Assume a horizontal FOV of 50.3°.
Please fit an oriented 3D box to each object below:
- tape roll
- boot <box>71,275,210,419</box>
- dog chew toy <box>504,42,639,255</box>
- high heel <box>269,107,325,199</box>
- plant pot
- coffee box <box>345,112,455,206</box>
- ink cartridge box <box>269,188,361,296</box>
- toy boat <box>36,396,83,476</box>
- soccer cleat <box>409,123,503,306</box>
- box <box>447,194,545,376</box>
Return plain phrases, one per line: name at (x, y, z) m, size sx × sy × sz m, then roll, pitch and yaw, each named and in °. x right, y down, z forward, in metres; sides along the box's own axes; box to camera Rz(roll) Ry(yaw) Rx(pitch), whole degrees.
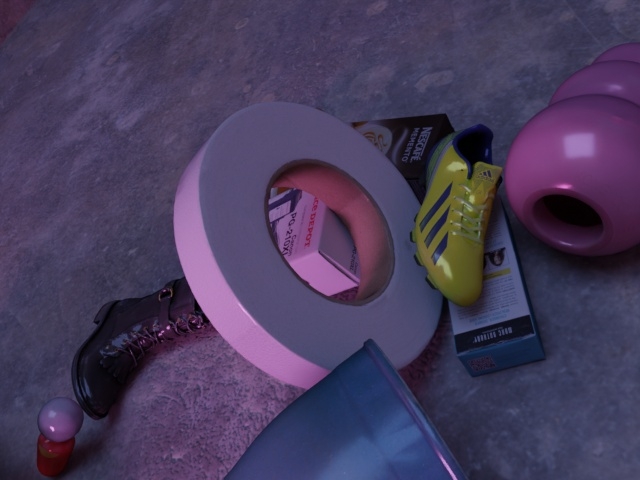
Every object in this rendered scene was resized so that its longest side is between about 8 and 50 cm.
tape roll at (0.000, 0.000, 0.889) m, size 0.072 × 0.392 × 0.392 m, roll -36°, pitch 33°, yaw 43°
boot at (-0.287, 0.159, 1.150) m, size 0.228 × 0.091 × 0.263 m, roll -19°, pitch 42°, yaw 20°
dog chew toy at (0.379, -0.138, 0.899) m, size 0.206 × 0.207 × 0.332 m, roll 8°, pitch 50°, yaw 39°
high heel at (-0.059, -0.134, 1.292) m, size 0.117 × 0.082 × 0.244 m, roll -26°, pitch 47°, yaw 62°
plant pot at (0.017, 0.280, 0.681) m, size 0.255 × 0.272 × 0.272 m, roll -32°, pitch 42°, yaw -3°
coffee box at (0.096, -0.122, 1.138) m, size 0.246 × 0.098 × 0.141 m, roll 1°, pitch 54°, yaw 34°
ink cartridge box at (-0.044, 0.012, 1.073) m, size 0.237 × 0.100 × 0.172 m, roll -23°, pitch 41°, yaw 36°
toy boat at (-0.511, 0.318, 0.992) m, size 0.267 × 0.318 × 0.148 m, roll 48°, pitch 129°, yaw 35°
soccer cleat at (0.190, -0.046, 0.902) m, size 0.121 × 0.093 × 0.289 m, roll -37°, pitch 32°, yaw 39°
box at (0.223, 0.054, 0.921) m, size 0.100 × 0.060 × 0.244 m, roll -19°, pitch 45°, yaw 20°
